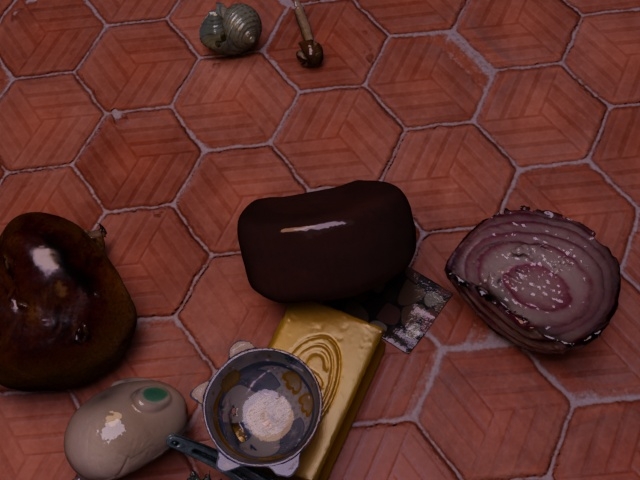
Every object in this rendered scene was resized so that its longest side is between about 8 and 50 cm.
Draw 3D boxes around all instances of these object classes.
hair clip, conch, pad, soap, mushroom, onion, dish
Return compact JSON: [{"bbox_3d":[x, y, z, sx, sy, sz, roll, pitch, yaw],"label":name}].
[{"bbox_3d":[-0.146,0.409,1.628,0.275,0.083,0.048,28,103,3],"label":"hair clip"},{"bbox_3d":[-0.199,-0.471,2.112,0.135,0.102,0.153,-46,34,-6],"label":"conch"},{"bbox_3d":[0.119,0.104,1.839,0.235,0.003,0.158,31,70,19],"label":"pad"},{"bbox_3d":[-0.030,0.278,1.710,0.204,0.096,0.324,19,66,14],"label":"soap"},{"bbox_3d":[-0.507,0.122,1.796,0.345,0.259,0.345,0,91,5],"label":"mushroom"},{"bbox_3d":[0.414,0.083,1.756,0.314,0.146,0.280,32,56,28],"label":"onion"},{"bbox_3d":[-0.038,-0.467,2.123,0.061,0.060,0.187,-19,57,4],"label":"mushroom"},{"bbox_3d":[-0.106,0.295,1.605,0.228,0.086,0.236,-2,64,5],"label":"dish"}]

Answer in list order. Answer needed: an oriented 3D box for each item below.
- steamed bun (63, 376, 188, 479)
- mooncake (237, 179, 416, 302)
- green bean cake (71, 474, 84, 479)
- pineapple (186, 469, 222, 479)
[{"bbox_3d":[-0.348,0.322,1.663,0.228,0.130,0.177,-25,22,-25],"label":"steamed bun"},{"bbox_3d":[0.000,0.000,1.770,0.326,0.174,0.334,-24,20,-32],"label":"mooncake"},{"bbox_3d":[-0.403,0.486,1.658,0.136,0.056,0.135,29,70,19],"label":"green bean cake"},{"bbox_3d":[-0.151,0.487,1.620,0.221,0.103,0.083,31,47,16],"label":"pineapple"}]
